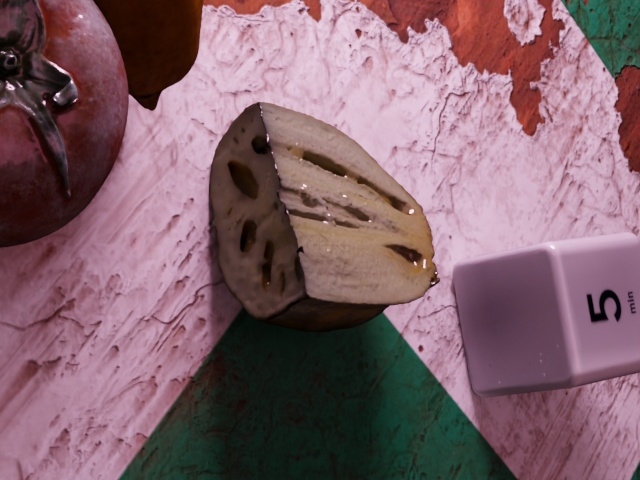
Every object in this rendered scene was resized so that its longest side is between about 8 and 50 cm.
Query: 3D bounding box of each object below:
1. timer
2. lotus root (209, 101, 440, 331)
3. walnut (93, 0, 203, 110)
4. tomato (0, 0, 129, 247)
[{"bbox_3d":[0.322,0.101,2.119,0.195,0.192,0.194,-5,84,-42],"label":"timer"},{"bbox_3d":[0.006,-0.009,1.902,0.260,0.149,0.267,10,56,-44],"label":"lotus root"},{"bbox_3d":[-0.219,-0.281,1.696,0.209,0.209,0.336,-45,143,-38],"label":"walnut"},{"bbox_3d":[-0.344,-0.142,1.518,0.317,0.282,0.316,7,77,-34],"label":"tomato"}]
